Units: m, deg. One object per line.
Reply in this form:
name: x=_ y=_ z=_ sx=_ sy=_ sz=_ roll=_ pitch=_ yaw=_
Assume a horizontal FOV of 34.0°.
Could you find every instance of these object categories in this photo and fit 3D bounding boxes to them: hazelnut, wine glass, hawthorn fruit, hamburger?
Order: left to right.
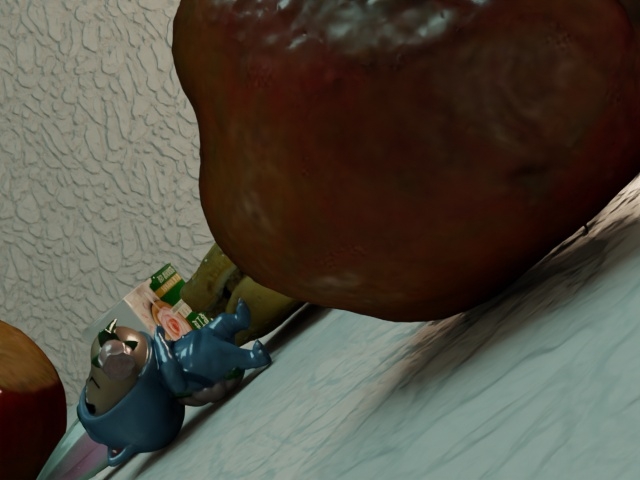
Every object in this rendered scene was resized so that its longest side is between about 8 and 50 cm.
hazelnut: x=-0.541 y=0.267 z=1.431 sx=0.359 sy=0.359 sz=0.409 roll=-40 pitch=-5 yaw=2
wine glass: x=-0.240 y=0.218 z=1.044 sx=0.155 sy=0.073 sz=0.073 roll=-45 pitch=5 yaw=-22
hamburger: x=-0.034 y=0.009 z=1.027 sx=0.214 sy=0.108 sz=0.214 roll=-40 pitch=-6 yaw=-5
hawthorn fruit: x=0.058 y=-0.074 z=0.494 sx=0.261 sy=0.224 sz=0.224 roll=-12 pitch=23 yaw=45

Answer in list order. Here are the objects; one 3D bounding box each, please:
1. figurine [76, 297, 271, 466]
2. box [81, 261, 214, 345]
figurine: x=-0.142 y=0.106 z=0.919 sx=0.178 sy=0.144 sz=0.114 roll=-28 pitch=40 yaw=4
box: x=-0.209 y=0.122 z=1.365 sx=0.081 sy=0.135 sz=0.199 roll=-38 pitch=5 yaw=16
